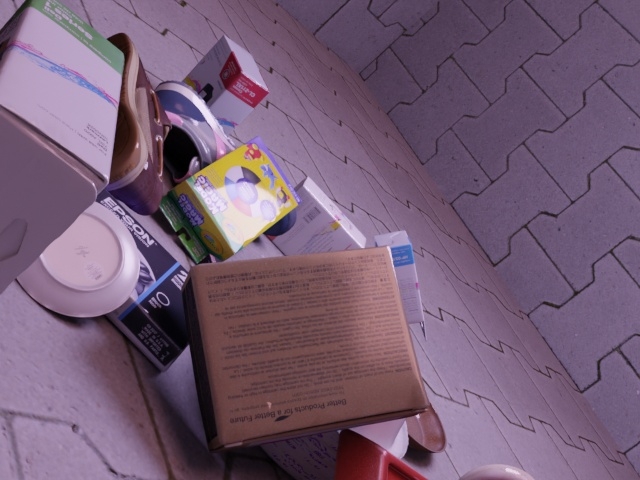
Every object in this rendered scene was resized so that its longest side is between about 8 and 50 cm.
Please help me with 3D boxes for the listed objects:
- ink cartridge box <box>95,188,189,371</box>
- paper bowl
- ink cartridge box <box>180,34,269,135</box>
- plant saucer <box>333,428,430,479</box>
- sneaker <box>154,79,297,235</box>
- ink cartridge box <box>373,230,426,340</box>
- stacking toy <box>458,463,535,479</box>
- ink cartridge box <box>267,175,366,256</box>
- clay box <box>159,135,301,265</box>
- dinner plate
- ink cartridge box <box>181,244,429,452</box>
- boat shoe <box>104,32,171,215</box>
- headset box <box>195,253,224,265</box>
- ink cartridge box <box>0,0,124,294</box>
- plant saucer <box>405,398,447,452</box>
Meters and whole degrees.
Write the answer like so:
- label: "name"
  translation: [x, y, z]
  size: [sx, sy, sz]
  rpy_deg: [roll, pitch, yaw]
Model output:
- label: "ink cartridge box"
  translation: [-0.214, 0.033, 1.001]
  size: [0.206, 0.045, 0.208]
  rpy_deg: [46, 16, -6]
- label: "paper bowl"
  translation: [0.011, 0.172, 1.091]
  size: [0.284, 0.148, 0.284]
  rpy_deg: [45, 17, -18]
- label: "ink cartridge box"
  translation: [-0.185, -0.247, 1.466]
  size: [0.072, 0.175, 0.127]
  rpy_deg: [30, 25, -42]
- label: "plant saucer"
  translation: [0.108, 0.367, 0.920]
  size: [0.258, 0.047, 0.259]
  rpy_deg: [40, 39, -29]
- label: "sneaker"
  translation: [-0.172, -0.101, 1.347]
  size: [0.319, 0.112, 0.131]
  rpy_deg: [44, 38, -17]
- label: "ink cartridge box"
  translation: [0.141, 0.084, 1.493]
  size: [0.104, 0.061, 0.181]
  rpy_deg: [-91, 171, -76]
- label: "stacking toy"
  translation: [0.245, 0.452, 1.116]
  size: [0.141, 0.141, 0.330]
  rpy_deg: [45, 21, -13]
- label: "ink cartridge box"
  translation: [0.000, 0.000, 1.497]
  size: [0.198, 0.115, 0.067]
  rpy_deg: [47, 17, -10]
- label: "clay box"
  translation: [-0.130, -0.057, 1.243]
  size: [0.127, 0.053, 0.222]
  rpy_deg: [57, 38, -7]
- label: "dinner plate"
  translation: [-0.252, 0.012, 0.879]
  size: [0.141, 0.017, 0.141]
  rpy_deg: [18, 56, -30]
- label: "ink cartridge box"
  translation: [-0.020, 0.116, 0.925]
  size: [0.234, 0.088, 0.193]
  rpy_deg: [-5, 73, -21]
- label: "boat shoe"
  translation: [-0.274, -0.165, 1.183]
  size: [0.123, 0.123, 0.342]
  rpy_deg: [53, 9, -44]
- label: "headset box"
  translation: [-0.134, 0.060, 1.162]
  size: [0.083, 0.032, 0.062]
  rpy_deg: [36, 21, -42]
- label: "ink cartridge box"
  translation: [-0.294, -0.088, 0.781]
  size: [0.117, 0.201, 0.278]
  rpy_deg: [39, 20, -29]
- label: "plant saucer"
  translation: [0.128, 0.268, 1.370]
  size: [0.198, 0.036, 0.198]
  rpy_deg: [45, 17, -17]
